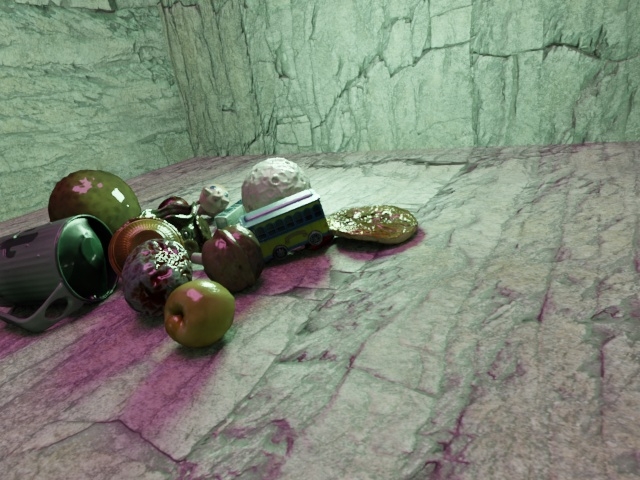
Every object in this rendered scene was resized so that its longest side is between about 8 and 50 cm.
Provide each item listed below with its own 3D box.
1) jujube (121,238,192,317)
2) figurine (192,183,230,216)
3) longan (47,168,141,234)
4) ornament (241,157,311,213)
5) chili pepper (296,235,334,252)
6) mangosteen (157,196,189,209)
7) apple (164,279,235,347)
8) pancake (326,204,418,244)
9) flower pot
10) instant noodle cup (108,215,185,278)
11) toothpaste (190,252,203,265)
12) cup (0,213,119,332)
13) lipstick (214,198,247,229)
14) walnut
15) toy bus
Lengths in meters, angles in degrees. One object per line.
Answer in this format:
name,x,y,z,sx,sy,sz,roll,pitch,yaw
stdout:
jujube,-0.529,0.120,1.457,0.225,0.226,0.317,-14,23,-13
figurine,-0.560,-0.205,2.294,0.176,0.186,0.287,19,-27,-13
longan,-1.052,-0.134,2.083,0.390,0.392,0.391,-7,21,3
ornament,-0.203,-0.224,2.067,0.336,0.338,0.337,-7,21,3
chili pepper,0.000,0.000,1.785,0.059,0.051,0.268,-26,3,43
mangosteen,-0.721,-0.129,2.242,0.199,0.200,0.200,-7,21,3
apple,-0.333,0.198,1.229,0.199,0.200,0.200,-7,21,3
pancake,0.206,-0.066,1.809,0.386,0.082,0.387,-1,20,0
flower pot,-0.611,-0.028,1.855,0.301,0.213,0.302,-8,21,3
instant noodle cup,-0.631,0.031,1.632,0.273,0.274,0.090,-19,-5,-25
toothpaste,-0.366,0.085,1.701,0.282,0.069,0.099,9,56,16
cup,-0.969,0.104,1.552,0.391,0.311,0.401,-10,19,11
lipstick,-0.429,-0.137,2.250,0.077,0.077,0.290,2,26,20
walnut,-0.296,0.059,1.512,0.224,0.225,0.224,-7,21,3
toy bus,-0.133,-0.055,1.688,0.312,0.190,0.152,-23,25,-8
